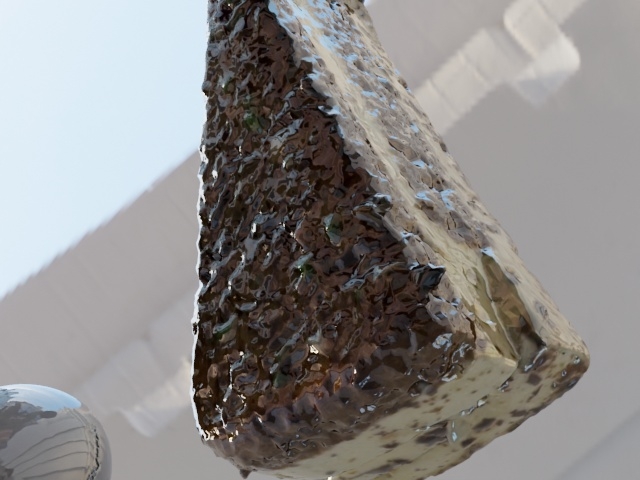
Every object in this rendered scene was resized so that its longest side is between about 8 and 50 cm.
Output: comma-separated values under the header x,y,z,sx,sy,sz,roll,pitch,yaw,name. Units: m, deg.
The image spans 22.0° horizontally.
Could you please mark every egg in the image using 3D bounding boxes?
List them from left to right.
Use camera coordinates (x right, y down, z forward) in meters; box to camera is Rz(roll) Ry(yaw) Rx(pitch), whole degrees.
x,y,z,sx,sy,sz,roll,pitch,yaw,name
-0.251,0.195,1.285,0.146,0.146,0.199,38,-128,16,egg

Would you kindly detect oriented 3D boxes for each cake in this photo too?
x,y,z,sx,sy,sz,roll,pitch,yaw,name
-0.007,-0.004,0.718,0.135,0.112,0.246,-45,-129,21,cake
